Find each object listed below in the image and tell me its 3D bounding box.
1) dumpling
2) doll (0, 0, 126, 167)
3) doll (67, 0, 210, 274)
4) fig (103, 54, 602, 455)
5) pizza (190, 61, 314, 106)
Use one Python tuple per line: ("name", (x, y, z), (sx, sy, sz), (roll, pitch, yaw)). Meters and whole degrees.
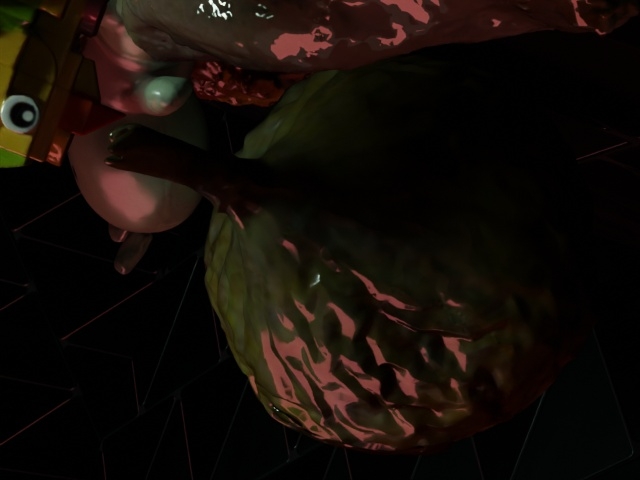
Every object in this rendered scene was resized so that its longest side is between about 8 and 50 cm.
("dumpling", (-0.027, -0.117, 0.570), (0.166, 0.086, 0.332), (16, 180, -33))
("doll", (-0.167, -0.127, 0.649), (0.134, 0.186, 0.106), (-9, -174, -8))
("doll", (-0.126, -0.098, 0.896), (0.113, 0.275, 0.155), (-17, -135, -12))
("fig", (0.000, 0.000, 0.850), (0.286, 0.286, 0.368), (23, -172, 42))
("pizza", (-0.085, -0.156, 1.081), (0.228, 0.081, 0.289), (20, 180, -9))
